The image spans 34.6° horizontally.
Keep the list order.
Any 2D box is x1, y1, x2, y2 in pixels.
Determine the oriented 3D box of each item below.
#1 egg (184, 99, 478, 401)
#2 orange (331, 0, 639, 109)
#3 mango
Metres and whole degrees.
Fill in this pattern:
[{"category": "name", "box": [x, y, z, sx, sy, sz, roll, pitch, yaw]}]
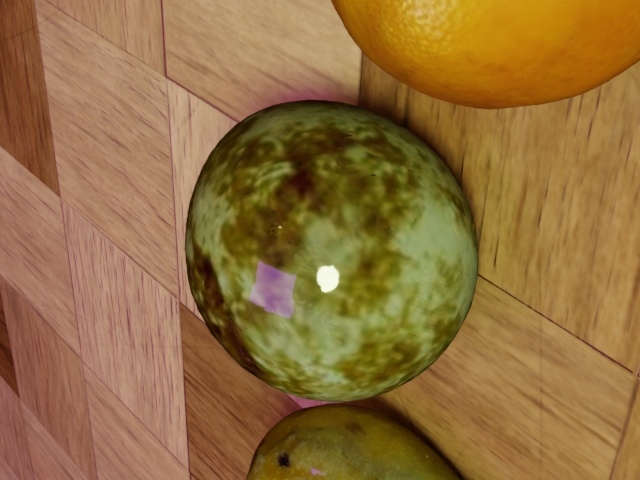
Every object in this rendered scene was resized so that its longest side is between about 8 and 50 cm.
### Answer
[{"category": "egg", "box": [0.000, 0.000, 0.864, 0.289, 0.238, 0.238, 48, 145, 45]}, {"category": "orange", "box": [0.106, -0.204, 0.589, 0.261, 0.261, 0.261, 32, 134, 40]}, {"category": "mango", "box": [0.075, 0.284, 1.020, 0.329, 0.176, 0.176, 29, 158, 18]}]
